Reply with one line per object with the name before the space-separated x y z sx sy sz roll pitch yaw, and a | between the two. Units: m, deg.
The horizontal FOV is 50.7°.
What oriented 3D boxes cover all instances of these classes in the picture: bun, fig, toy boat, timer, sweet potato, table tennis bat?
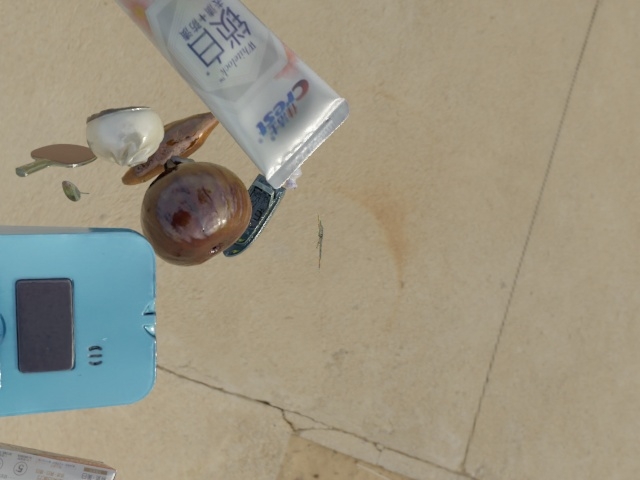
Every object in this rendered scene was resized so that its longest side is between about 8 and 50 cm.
bun | -0.432 -0.225 1.515 0.172 0.173 0.120 -13 88 -27
fig | -0.257 -0.058 1.354 0.214 0.235 0.235 42 69 -9
toy boat | -0.184 -0.062 1.780 0.092 0.103 0.246 31 82 10
timer | -0.336 0.096 0.858 0.249 0.091 0.232 0 101 -15
sweet potato | -0.403 -0.266 1.852 0.359 0.112 0.112 -37 102 -4
table tennis bat | -0.632 -0.192 1.603 0.138 0.246 0.022 14 113 11

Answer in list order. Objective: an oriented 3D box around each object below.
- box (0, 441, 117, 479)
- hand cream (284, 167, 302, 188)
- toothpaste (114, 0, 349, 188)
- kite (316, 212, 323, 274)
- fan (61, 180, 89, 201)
box | -0.385 0.304 0.908 0.218 0.055 0.040 26 72 -34
hand cream | -0.072 -0.189 1.551 0.053 0.084 0.142 -5 87 -2
toothpaste | -0.113 -0.188 0.537 0.323 0.066 0.100 45 80 -16
kite | 0.000 0.000 1.188 0.004 0.090 0.122 3 111 8
fan | -0.615 -0.116 1.692 0.080 0.060 0.003 30 43 3
